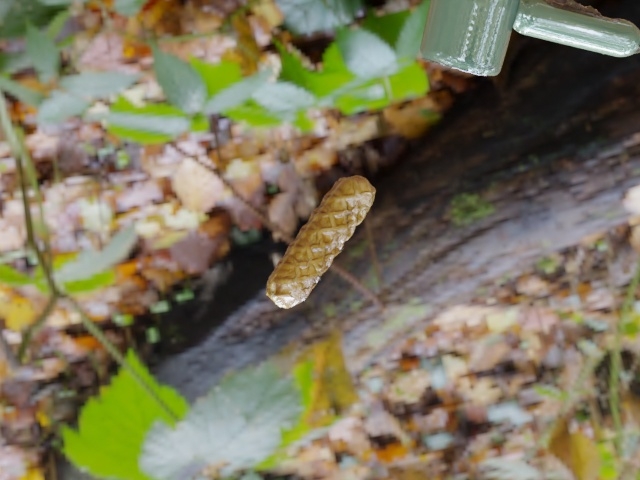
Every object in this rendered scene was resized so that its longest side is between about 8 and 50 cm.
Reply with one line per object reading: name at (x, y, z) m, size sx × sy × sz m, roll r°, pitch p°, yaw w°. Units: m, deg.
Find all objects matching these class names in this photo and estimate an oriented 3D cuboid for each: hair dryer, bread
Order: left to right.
bread at (0.000, 0.000, 1.343) m, size 0.044 × 0.157 × 0.052 m, roll 39°, pitch 166°, yaw -15°
hair dryer at (0.129, -0.117, 0.728) m, size 0.150 × 0.071 × 0.047 m, roll 9°, pitch -169°, yaw -21°
